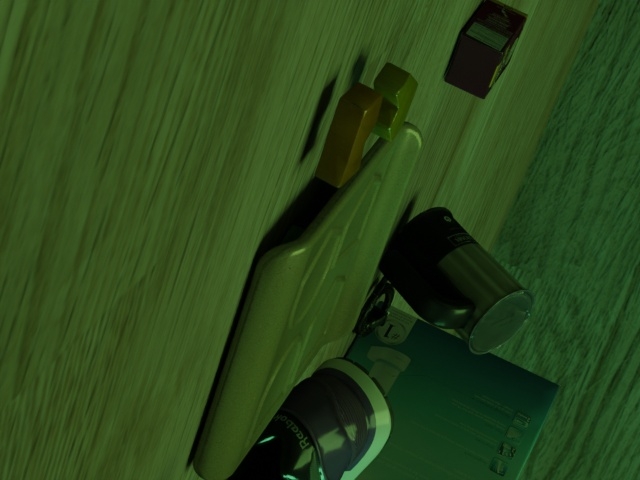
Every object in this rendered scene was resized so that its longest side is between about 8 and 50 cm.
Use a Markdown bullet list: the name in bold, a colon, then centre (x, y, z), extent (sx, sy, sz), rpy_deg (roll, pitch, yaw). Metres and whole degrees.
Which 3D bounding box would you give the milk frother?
- **milk frother**: centre (0.116, 0.067, 1.742), extent (0.129, 0.135, 0.143), rpy_deg (-20, 142, -32)

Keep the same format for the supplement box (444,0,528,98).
- **supplement box**: centre (0.150, -0.175, 1.577), extent (0.083, 0.043, 0.055), rpy_deg (-53, 167, -50)

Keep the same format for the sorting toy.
- **sorting toy**: centre (0.000, 0.000, 1.214), extent (0.229, 0.041, 0.307), rpy_deg (-45, 159, -53)

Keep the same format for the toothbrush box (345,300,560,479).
- **toothbrush box**: centre (0.087, 0.238, 1.786), extent (0.126, 0.216, 0.295), rpy_deg (105, 13, -48)

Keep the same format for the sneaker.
- **sneaker**: centre (-0.044, 0.218, 1.442), extent (0.124, 0.107, 0.283), rpy_deg (-29, 149, -40)
